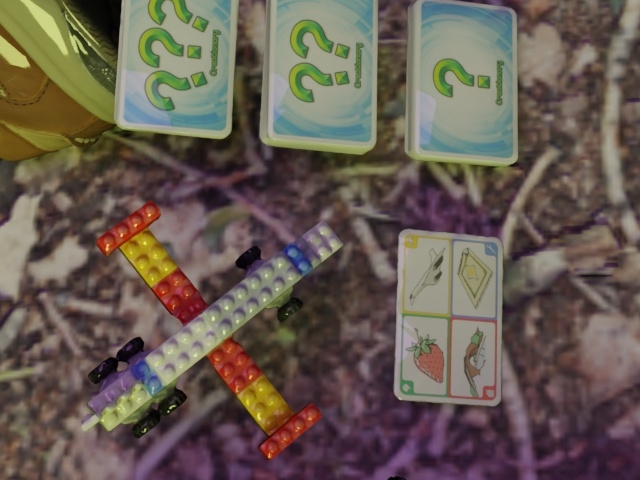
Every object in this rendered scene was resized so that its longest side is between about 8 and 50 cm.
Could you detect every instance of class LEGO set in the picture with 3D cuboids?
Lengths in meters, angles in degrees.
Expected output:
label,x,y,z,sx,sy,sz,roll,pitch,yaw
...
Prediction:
label,x,y,z,sx,sy,sz,roll,pitch,yaw
LEGO set,0.000,0.000,0.481,0.182,0.060,0.244,5,77,-11

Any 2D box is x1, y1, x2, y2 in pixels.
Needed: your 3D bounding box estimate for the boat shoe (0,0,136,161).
label,x,y,z,sx,sy,sz,roll,pitch,yaw
boat shoe,-0.200,-0.159,0.504,0.120,0.324,0.122,-28,25,22
